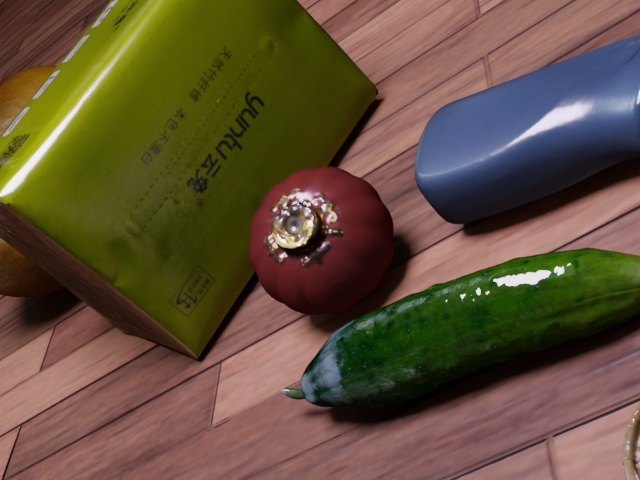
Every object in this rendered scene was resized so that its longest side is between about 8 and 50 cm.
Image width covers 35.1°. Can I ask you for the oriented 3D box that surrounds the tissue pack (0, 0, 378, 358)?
[{"bbox_3d":[-0.121,-0.080,0.820,0.275,0.200,0.167,-56,29,-17],"label":"tissue pack"}]

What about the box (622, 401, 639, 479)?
[{"bbox_3d":[0.192,0.063,0.335,0.177,0.111,0.111,-31,32,19],"label":"box"}]

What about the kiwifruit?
[{"bbox_3d":[-0.277,-0.053,1.002,0.196,0.196,0.234,0,51,52],"label":"kiwifruit"}]

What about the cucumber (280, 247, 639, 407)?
[{"bbox_3d":[0.068,0.052,0.560,0.250,0.056,0.056,-25,35,31],"label":"cucumber"}]

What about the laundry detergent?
[{"bbox_3d":[0.157,-0.075,0.602,0.206,0.061,0.097,-19,30,37],"label":"laundry detergent"}]

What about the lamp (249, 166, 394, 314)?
[{"bbox_3d":[0.000,0.000,0.678,0.101,0.090,0.101,-6,75,21],"label":"lamp"}]
